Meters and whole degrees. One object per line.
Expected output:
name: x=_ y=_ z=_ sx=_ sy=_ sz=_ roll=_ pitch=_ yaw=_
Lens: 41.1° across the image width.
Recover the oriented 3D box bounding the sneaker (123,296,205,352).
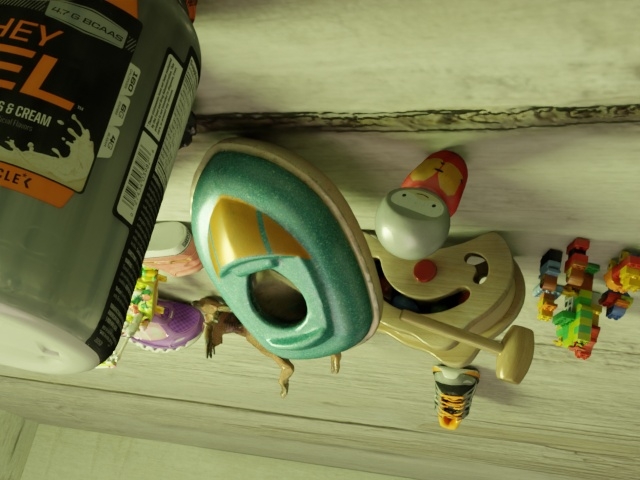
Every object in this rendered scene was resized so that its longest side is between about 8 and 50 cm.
sneaker: x=-0.317 y=0.122 z=1.470 sx=0.236 sy=0.095 sz=0.104 roll=10 pitch=143 yaw=3

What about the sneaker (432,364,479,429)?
sneaker: x=0.244 y=0.285 z=1.557 sx=0.084 sy=0.083 sz=0.215 roll=8 pitch=156 yaw=16

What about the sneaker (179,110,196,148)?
sneaker: x=-0.227 y=-0.142 z=0.806 sx=0.234 sy=0.106 sz=0.078 roll=5 pitch=134 yaw=-36

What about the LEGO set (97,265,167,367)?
LEGO set: x=-0.322 y=0.121 z=1.333 sx=0.287 sy=0.107 sz=0.132 roll=-27 pitch=120 yaw=38

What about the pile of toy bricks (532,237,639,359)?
pile of toy bricks: x=0.308 y=0.086 z=1.017 sx=0.118 sy=0.105 sz=0.212 roll=13 pitch=158 yaw=-1

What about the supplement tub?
supplement tub: x=-0.201 y=-0.078 z=0.622 sx=0.193 sy=0.316 sz=0.193 roll=10 pitch=157 yaw=4

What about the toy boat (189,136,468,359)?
toy boat: x=0.000 y=0.000 z=0.861 sx=0.318 sy=0.148 sz=0.267 roll=-22 pitch=108 yaw=35

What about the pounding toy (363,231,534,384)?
pounding toy: x=0.138 y=0.046 z=0.985 sx=0.269 sy=0.154 sz=0.155 roll=22 pitch=165 yaw=33

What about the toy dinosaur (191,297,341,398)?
toy dinosaur: x=-0.081 y=0.136 z=1.337 sx=0.200 sy=0.127 sz=0.295 roll=30 pitch=147 yaw=-21

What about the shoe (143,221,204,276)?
shoe: x=-0.249 y=0.016 z=1.201 sx=0.178 sy=0.063 sz=0.081 roll=-2 pitch=149 yaw=21
